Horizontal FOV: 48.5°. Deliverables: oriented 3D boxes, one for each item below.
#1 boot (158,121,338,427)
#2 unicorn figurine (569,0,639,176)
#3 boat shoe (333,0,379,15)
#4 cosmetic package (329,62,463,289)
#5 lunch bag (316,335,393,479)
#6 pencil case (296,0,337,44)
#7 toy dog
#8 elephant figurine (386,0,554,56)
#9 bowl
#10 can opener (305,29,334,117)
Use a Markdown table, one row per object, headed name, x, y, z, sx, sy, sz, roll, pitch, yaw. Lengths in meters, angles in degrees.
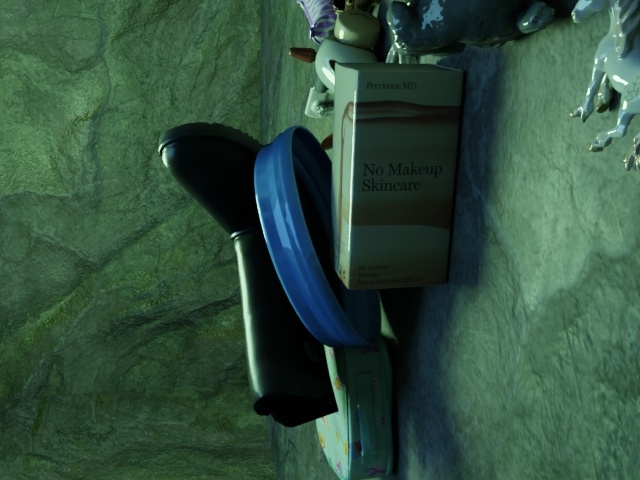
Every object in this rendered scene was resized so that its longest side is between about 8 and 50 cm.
| name | x | y | z | sx | sy | sz | roll | pitch | yaw |
| --- | --- | --- | --- | --- | --- | --- | --- | --- | --- |
| boot | -0.116 | 0.064 | 1.186 | 0.367 | 0.146 | 0.445 | 30 | -133 | -50 |
| unicorn figurine | 0.232 | -0.132 | 0.553 | 0.162 | 0.060 | 0.111 | 59 | 153 | 36 |
| boat shoe | 0.059 | -0.448 | 1.332 | 0.207 | 0.073 | 0.073 | 133 | 133 | -77 |
| cosmetic package | 0.098 | -0.092 | 0.987 | 0.129 | 0.153 | 0.296 | -123 | 31 | -69 |
| lunch bag | 0.064 | 0.304 | 1.335 | 0.224 | 0.108 | 0.279 | -173 | 79 | -73 |
| pencil case | 0.003 | -0.504 | 1.572 | 0.206 | 0.088 | 0.086 | -107 | 19 | -50 |
| toy dog | 0.037 | -0.269 | 1.239 | 0.333 | 0.161 | 0.220 | -110 | 21 | -59 |
| elephant figurine | 0.132 | -0.316 | 0.718 | 0.169 | 0.186 | 0.239 | -29 | -65 | -71 |
| bowl | 0.000 | 0.000 | 1.216 | 0.391 | 0.077 | 0.391 | -20 | -90 | -75 |
| can opener | 0.018 | -0.361 | 1.552 | 0.280 | 0.074 | 0.093 | 113 | 154 | -65 |
